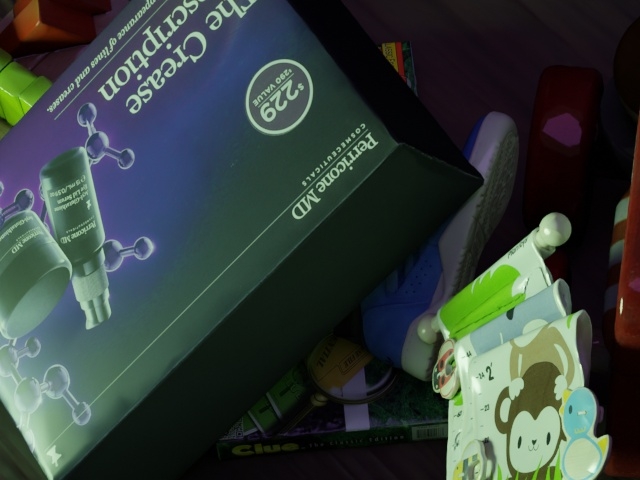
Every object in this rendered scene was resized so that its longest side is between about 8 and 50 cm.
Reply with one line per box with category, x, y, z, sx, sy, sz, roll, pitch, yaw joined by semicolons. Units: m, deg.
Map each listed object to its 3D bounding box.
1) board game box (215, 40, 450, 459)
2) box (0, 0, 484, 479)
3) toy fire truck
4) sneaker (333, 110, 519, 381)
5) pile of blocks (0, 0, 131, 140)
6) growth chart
board game box;0.000;0.000;1.146;0.136;0.030;0.260;-5;60;-1
box;-0.072;-0.015;1.050;0.261;0.103;0.184;-45;63;16
toy fire truck;0.186;-0.033;1.020;0.169;0.254;0.302;8;61;9
sneaker;0.049;-0.007;1.066;0.084;0.058;0.152;23;107;21
pile of blocks;-0.251;-0.059;1.149;0.362;0.113;0.149;-26;61;-10
growth chart;0.087;0.104;0.913;0.021;0.172;0.237;14;56;-18
